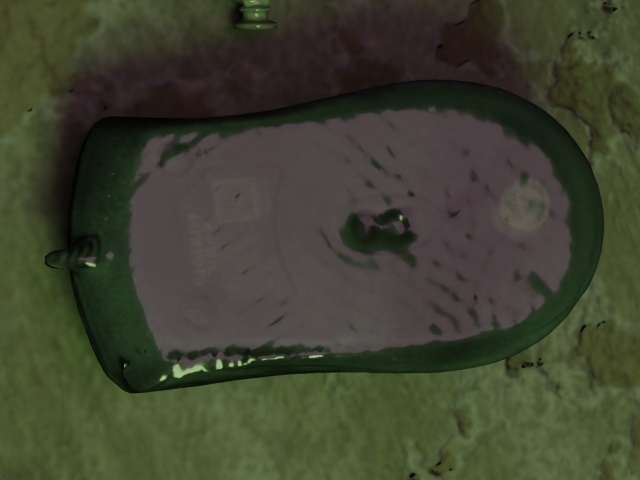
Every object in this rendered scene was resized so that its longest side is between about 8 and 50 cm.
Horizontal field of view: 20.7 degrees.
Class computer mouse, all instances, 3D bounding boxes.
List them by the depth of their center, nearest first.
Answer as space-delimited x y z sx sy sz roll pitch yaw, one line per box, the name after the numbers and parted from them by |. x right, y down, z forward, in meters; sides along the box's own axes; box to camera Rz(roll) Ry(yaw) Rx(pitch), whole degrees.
0.000 0.000 1.141 0.371 0.122 0.188 -5 85 -18 | computer mouse

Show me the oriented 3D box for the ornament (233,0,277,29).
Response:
-0.048 -0.187 1.179 0.068 0.041 0.092 -35 109 -18 | ornament
